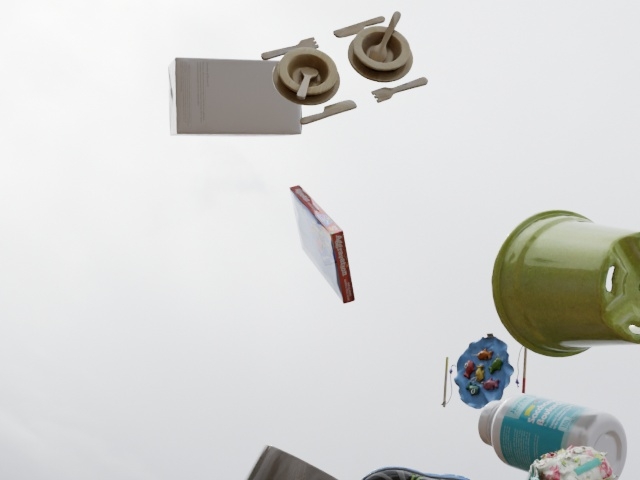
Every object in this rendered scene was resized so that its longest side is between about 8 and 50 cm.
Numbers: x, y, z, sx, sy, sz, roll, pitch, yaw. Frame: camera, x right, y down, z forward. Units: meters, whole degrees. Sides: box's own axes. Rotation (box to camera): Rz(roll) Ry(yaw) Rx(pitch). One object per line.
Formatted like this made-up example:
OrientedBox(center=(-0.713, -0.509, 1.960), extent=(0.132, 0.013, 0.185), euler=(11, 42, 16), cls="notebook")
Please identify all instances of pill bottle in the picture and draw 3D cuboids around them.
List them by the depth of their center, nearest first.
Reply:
OrientedBox(center=(0.424, 0.371, 1.547), extent=(0.264, 0.146, 0.146), euler=(3, -41, 53), cls="pill bottle")

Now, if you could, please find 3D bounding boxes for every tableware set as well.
OrientedBox(center=(0.032, -0.228, 1.043), extent=(0.128, 0.194, 0.039), euler=(60, -21, 23), cls="tableware set")

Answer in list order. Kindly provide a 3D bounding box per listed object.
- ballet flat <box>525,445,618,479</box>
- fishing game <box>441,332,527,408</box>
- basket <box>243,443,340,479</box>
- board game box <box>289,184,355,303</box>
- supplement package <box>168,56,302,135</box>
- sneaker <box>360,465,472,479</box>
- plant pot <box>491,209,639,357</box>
OrientedBox(center=(0.239, 0.265, 0.815), extent=(0.091, 0.077, 0.241), euler=(57, -14, 25), cls="ballet flat")
OrientedBox(center=(0.399, 0.321, 2.036), extent=(0.041, 0.189, 0.264), euler=(26, -27, -33), cls="fishing game")
OrientedBox(center=(-0.069, 0.398, 1.078), extent=(0.154, 0.227, 0.204), euler=(25, -16, 8), cls="basket")
OrientedBox(center=(0.000, 0.000, 1.600), extent=(0.281, 0.027, 0.145), euler=(-130, -155, -62), cls="board game box")
OrientedBox(center=(-0.204, -0.333, 1.945), extent=(0.293, 0.175, 0.177), euler=(-2, 6, -15), cls="supplement package")
OrientedBox(center=(0.136, 0.371, 1.183), extent=(0.188, 0.078, 0.067), euler=(0, -76, 11), cls="sneaker")
OrientedBox(center=(0.477, 0.078, 1.409), extent=(0.276, 0.276, 0.254), euler=(41, -11, -13), cls="plant pot")
